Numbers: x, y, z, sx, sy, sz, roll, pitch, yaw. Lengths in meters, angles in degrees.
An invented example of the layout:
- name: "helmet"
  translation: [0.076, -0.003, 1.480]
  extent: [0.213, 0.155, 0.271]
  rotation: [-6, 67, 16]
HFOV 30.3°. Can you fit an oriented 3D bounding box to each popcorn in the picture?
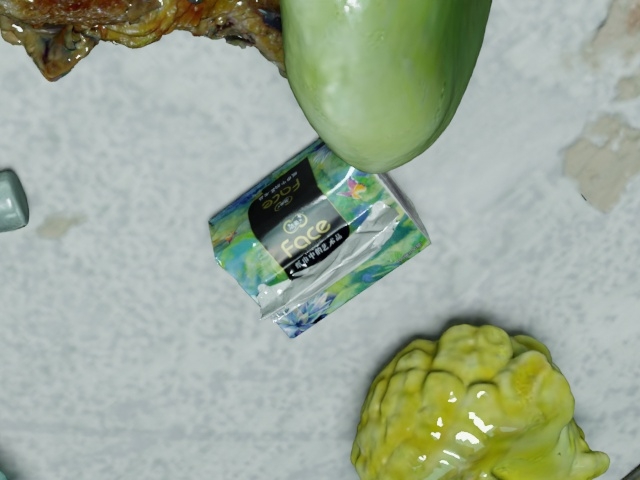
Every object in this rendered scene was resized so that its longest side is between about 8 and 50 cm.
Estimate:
- name: "popcorn"
  translation: [0.108, 0.139, 0.800]
  extent: [0.173, 0.142, 0.173]
  rotation: [-1, 95, -15]

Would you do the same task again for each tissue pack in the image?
- name: "tissue pack"
  translation: [0.001, 0.000, 0.723]
  extent: [0.111, 0.079, 0.085]
  rotation: [-35, 120, 11]

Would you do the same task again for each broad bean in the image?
- name: "broad bean"
  translation: [0.037, -0.143, 0.607]
  extent: [0.100, 0.169, 0.228]
  rotation: [10, 132, 33]

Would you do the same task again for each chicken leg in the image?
- name: "chicken leg"
  translation: [-0.089, -0.143, 0.635]
  extent: [0.196, 0.080, 0.125]
  rotation: [-4, 131, -15]

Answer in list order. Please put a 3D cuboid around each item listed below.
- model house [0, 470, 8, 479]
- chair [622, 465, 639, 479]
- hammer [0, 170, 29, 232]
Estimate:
- name: "model house"
  translation: [-0.380, 0.180, 0.711]
  extent: [0.249, 0.230, 0.280]
  rotation: [-18, 122, 30]
- name: "chair"
  translation: [0.364, 0.200, 0.844]
  extent: [0.166, 0.188, 0.272]
  rotation: [37, 112, -27]
- name: "hammer"
  translation: [-0.270, -0.082, 0.654]
  extent: [0.158, 0.041, 0.226]
  rotation: [-14, 122, -3]
